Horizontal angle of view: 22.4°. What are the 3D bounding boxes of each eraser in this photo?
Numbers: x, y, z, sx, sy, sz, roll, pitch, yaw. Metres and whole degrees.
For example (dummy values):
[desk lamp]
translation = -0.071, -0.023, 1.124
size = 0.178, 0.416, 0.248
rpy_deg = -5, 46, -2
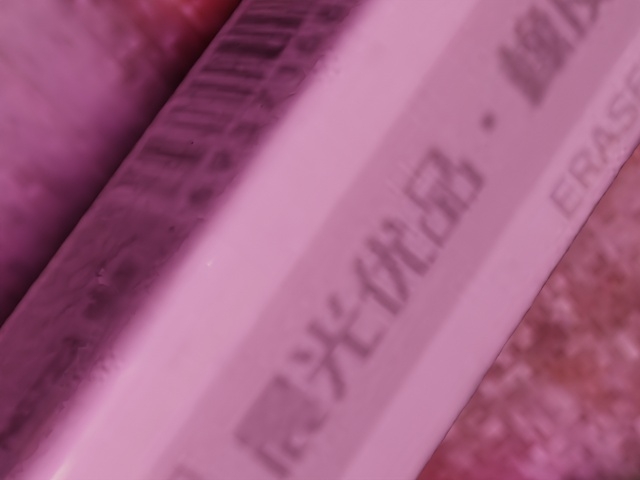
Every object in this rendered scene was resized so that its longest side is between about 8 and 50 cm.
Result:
[eraser]
translation = 0.000, 0.000, 0.372
size = 0.089, 0.061, 0.352
rpy_deg = 42, 75, -33
